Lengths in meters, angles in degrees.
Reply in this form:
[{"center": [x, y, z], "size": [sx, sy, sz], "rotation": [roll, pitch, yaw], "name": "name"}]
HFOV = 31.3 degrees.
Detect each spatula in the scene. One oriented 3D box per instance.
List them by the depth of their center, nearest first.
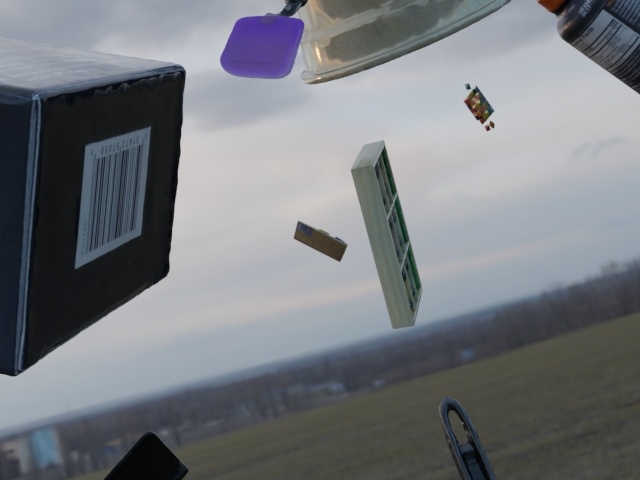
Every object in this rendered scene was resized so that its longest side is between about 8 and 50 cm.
[{"center": [-0.037, -0.267, 1.299], "size": [0.084, 0.030, 0.296], "rotation": [5, 37, 14], "name": "spatula"}]

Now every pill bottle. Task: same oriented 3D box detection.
[{"center": [0.431, -0.309, 1.633], "size": [0.130, 0.245, 0.130], "rotation": [-55, 4, 5], "name": "pill bottle"}]

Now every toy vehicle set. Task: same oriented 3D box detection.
[{"center": [0.108, -0.012, 1.808], "size": [0.035, 0.267, 0.166], "rotation": [-12, 16, 13], "name": "toy vehicle set"}]

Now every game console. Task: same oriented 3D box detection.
[{"center": [-0.209, 0.270, 1.231], "size": [0.122, 0.071, 0.107], "rotation": [-48, 8, -18], "name": "game console"}]

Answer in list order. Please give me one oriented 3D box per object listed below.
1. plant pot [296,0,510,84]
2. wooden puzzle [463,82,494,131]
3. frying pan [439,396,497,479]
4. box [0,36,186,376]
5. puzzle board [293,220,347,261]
[{"center": [0.068, -0.428, 1.617], "size": [0.334, 0.305, 0.334], "rotation": [-22, 14, 6], "name": "plant pot"}, {"center": [0.250, -0.212, 1.801], "size": [0.006, 0.083, 0.049], "rotation": [-30, -11, -23], "name": "wooden puzzle"}, {"center": [0.201, 0.293, 0.982], "size": [0.197, 0.326, 0.053], "rotation": [3, -22, 0], "name": "frying pan"}, {"center": [-0.352, -0.063, 0.953], "size": [0.395, 0.212, 0.293], "rotation": [11, 14, 12], "name": "box"}, {"center": [0.000, 0.000, 2.032], "size": [0.096, 0.011, 0.128], "rotation": [27, -14, 2], "name": "puzzle board"}]
